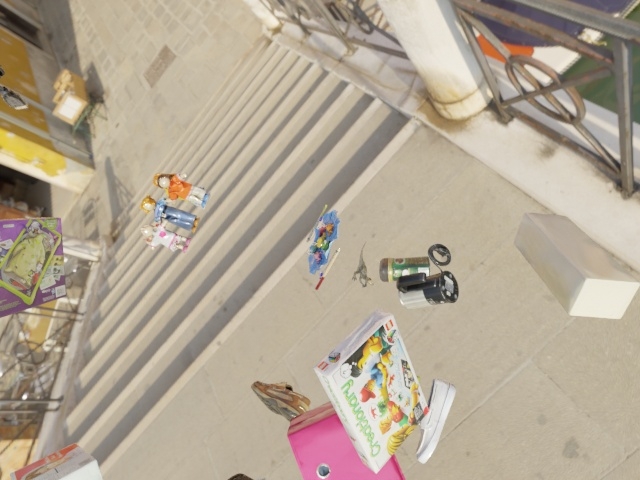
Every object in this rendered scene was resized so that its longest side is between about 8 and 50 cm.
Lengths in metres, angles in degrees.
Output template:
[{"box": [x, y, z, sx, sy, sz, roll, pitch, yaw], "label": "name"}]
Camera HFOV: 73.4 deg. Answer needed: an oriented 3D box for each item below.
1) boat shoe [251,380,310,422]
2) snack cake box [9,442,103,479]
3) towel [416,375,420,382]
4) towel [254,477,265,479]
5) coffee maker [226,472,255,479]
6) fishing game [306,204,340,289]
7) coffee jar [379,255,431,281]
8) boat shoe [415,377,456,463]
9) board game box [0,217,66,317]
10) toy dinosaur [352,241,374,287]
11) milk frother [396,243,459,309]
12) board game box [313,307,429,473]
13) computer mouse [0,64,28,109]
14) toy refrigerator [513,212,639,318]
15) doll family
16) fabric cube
[{"box": [-0.164, 0.671, 1.835, 0.324, 0.122, 0.120, 12, 48, 44], "label": "boat shoe"}, {"box": [-0.618, 0.571, 1.005, 0.264, 0.152, 0.089, -18, 90, 50], "label": "snack cake box"}, {"box": [0.212, 0.463, 1.459, 0.237, 0.021, 0.102, 18, 62, 28], "label": "towel"}, {"box": [-0.200, 0.686, 1.089, 0.113, 0.023, 0.152, -33, 14, 17], "label": "towel"}, {"box": [-0.151, 0.597, 0.854, 0.171, 0.120, 0.178, 25, 101, 39], "label": "coffee maker"}, {"box": [0.000, 0.000, 1.166, 0.189, 0.041, 0.264, -60, 20, 27], "label": "fishing game"}, {"box": [0.307, 0.106, 1.572, 0.184, 0.079, 0.096, -2, 25, 12], "label": "coffee jar"}, {"box": [0.347, 0.567, 1.369, 0.084, 0.095, 0.258, 24, 71, 11], "label": "boat shoe"}, {"box": [-0.689, 0.057, 0.930, 0.056, 0.347, 0.208, 3, 95, 4], "label": "board game box"}, {"box": [0.141, 0.097, 1.467, 0.053, 0.183, 0.092, -1, 35, 21], "label": "toy dinosaur"}, {"box": [0.280, 0.096, 1.132, 0.135, 0.129, 0.143, -20, 30, 45], "label": "milk frother"}, {"box": [0.120, 0.323, 0.920, 0.193, 0.305, 0.053, -37, 28, -26], "label": "board game box"}, {"box": [-0.564, -0.258, 0.691, 0.262, 0.184, 0.060, -16, 55, 64], "label": "computer mouse"}, {"box": [0.512, 0.044, 0.893, 0.269, 0.102, 0.094, -91, 6, -60], "label": "toy refrigerator"}, {"box": [-0.412, -0.096, 1.199, 0.263, 0.163, 0.118, -59, 15, 27], "label": "doll family"}, {"box": [0.071, 0.625, 1.291, 0.258, 0.259, 0.254, -22, 79, -5], "label": "fabric cube"}]
